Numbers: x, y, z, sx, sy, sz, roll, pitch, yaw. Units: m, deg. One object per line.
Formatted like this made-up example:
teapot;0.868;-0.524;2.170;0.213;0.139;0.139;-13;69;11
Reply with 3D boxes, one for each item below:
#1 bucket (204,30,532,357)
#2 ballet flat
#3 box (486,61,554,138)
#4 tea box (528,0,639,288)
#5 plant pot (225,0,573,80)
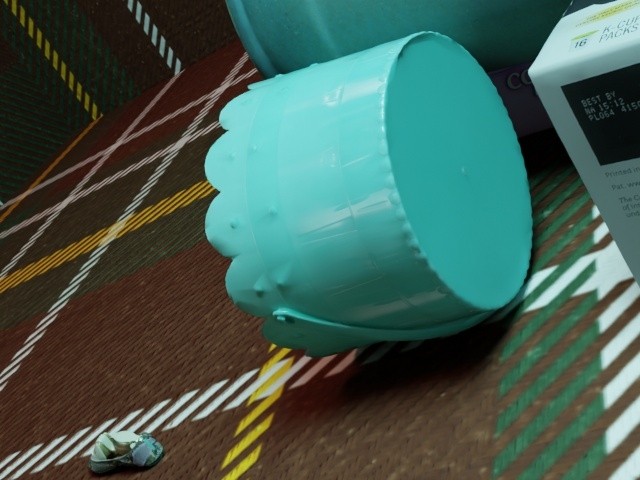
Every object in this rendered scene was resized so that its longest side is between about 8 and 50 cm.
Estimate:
bucket;0.054;-0.039;0.786;0.183;0.281;0.281;-14;30;37
ballet flat;-0.211;0.216;0.924;0.114;0.041;0.041;-17;28;37
box;0.307;-0.249;1.051;0.213;0.117;0.243;-15;28;39
tea box;0.379;-0.155;0.625;0.329;0.220;0.323;-11;33;44
plant pot;0.131;-0.299;0.870;0.334;0.341;0.341;-1;38;39
